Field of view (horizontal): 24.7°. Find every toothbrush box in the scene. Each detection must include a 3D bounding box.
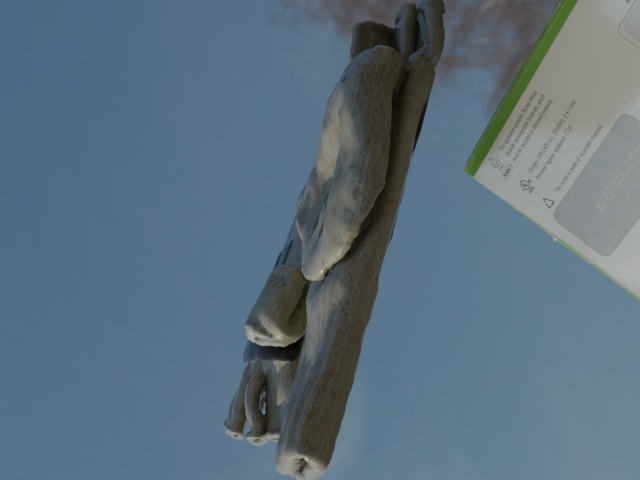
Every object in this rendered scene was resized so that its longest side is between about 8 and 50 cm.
[{"bbox_3d":[0.209,-0.132,0.626,0.122,0.206,0.283,38,-125,9],"label":"toothbrush box"}]

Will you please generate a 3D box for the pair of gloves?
[{"bbox_3d":[0.000,0.000,0.656,0.240,0.042,0.204,149,138,-83],"label":"pair of gloves"}]
